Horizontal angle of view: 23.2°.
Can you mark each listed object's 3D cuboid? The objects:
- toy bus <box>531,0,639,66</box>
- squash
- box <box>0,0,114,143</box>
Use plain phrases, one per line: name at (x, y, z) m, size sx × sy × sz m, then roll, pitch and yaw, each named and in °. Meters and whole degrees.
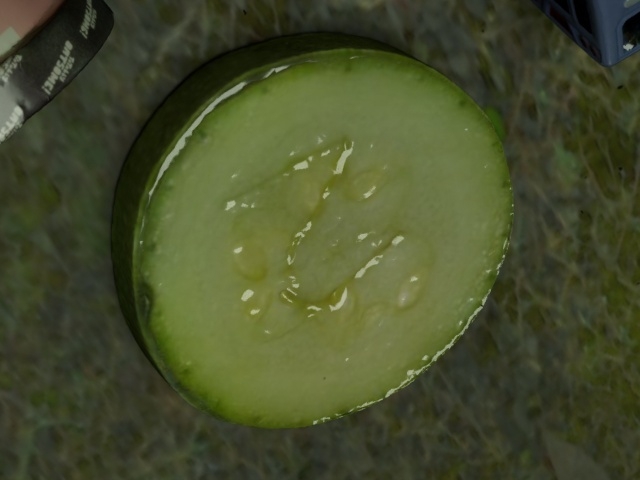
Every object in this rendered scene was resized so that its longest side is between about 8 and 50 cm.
toy bus at (0.248, -0.230, 0.901) m, size 0.292 × 0.125 × 0.133 m, roll -32°, pitch 140°, yaw -6°
squash at (0.000, 0.000, 0.942) m, size 0.252 × 0.049 × 0.252 m, roll -9°, pitch 115°, yaw -20°
box at (-0.198, -0.116, 0.761) m, size 0.151 × 0.151 × 0.135 m, roll -38°, pitch 111°, yaw -4°
